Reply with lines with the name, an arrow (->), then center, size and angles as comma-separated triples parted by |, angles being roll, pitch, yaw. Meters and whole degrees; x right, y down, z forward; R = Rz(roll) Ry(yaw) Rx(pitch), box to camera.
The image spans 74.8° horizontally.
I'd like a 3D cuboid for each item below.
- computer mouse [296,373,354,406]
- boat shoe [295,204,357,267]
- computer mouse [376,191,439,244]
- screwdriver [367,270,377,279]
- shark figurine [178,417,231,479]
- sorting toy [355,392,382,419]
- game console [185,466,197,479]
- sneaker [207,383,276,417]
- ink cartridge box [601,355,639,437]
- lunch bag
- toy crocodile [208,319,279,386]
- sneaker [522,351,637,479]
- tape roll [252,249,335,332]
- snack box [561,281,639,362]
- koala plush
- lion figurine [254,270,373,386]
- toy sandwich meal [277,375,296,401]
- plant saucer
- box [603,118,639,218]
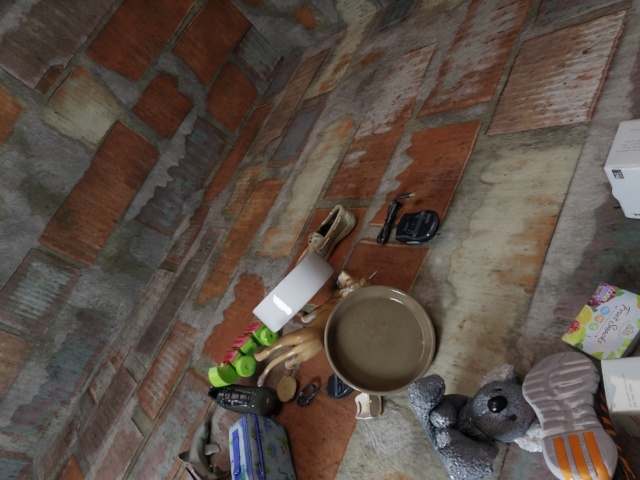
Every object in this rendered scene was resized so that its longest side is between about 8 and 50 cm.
computer mouse -> 0.019, 0.424, 1.180 | 0.242, 0.041, 0.071 | -33, 39, 37
boat shoe -> 0.000, 0.000, 1.520 | 0.302, 0.098, 0.109 | -48, 34, 7
computer mouse -> 0.288, -0.069, 1.282 | 0.262, 0.060, 0.184 | -9, 56, 60
screwdriver -> 0.115, 0.154, 1.316 | 0.170, 0.024, 0.025 | -42, 6, 12
shark figurine -> -0.391, 0.705, 1.339 | 0.278, 0.116, 0.166 | 16, 74, 56
sorting toy -> 0.115, 0.418, 1.063 | 0.075, 0.045, 0.083 | -34, 38, 37
game console -> -0.382, 0.789, 1.273 | 0.144, 0.085, 0.124 | 5, 63, 52
sneaker -> -0.256, 0.509, 1.336 | 0.286, 0.130, 0.109 | -16, 53, 41
ink cartridge box -> 0.553, 0.229, 0.614 | 0.208, 0.153, 0.087 | -20, 45, 37
lunch bag -> -0.158, 0.580, 1.116 | 0.090, 0.176, 0.219 | -43, 34, 15
toy crocodile -> -0.246, 0.358, 1.415 | 0.115, 0.105, 0.340 | -16, 24, 42
sneaker -> 0.435, 0.333, 0.692 | 0.124, 0.180, 0.321 | -27, 8, 32
tape roll -> -0.085, 0.161, 1.350 | 0.286, 0.100, 0.286 | -46, -1, -1
snack box -> 0.545, 0.159, 0.788 | 0.141, 0.037, 0.100 | -54, 35, -2
koala plush -> 0.314, 0.344, 0.808 | 0.221, 0.203, 0.196 | -28, 46, 0
lion figurine -> -0.002, 0.248, 1.175 | 0.240, 0.142, 0.392 | -32, 9, 42
toy sandwich meal -> -0.101, 0.458, 1.292 | 0.085, 0.029, 0.085 | -26, 44, 28
plant saucer -> 0.148, 0.249, 1.063 | 0.278, 0.041, 0.278 | -4, 64, 8
box -> 0.665, -0.131, 0.779 | 0.182, 0.181, 0.119 | 10, 69, 52
